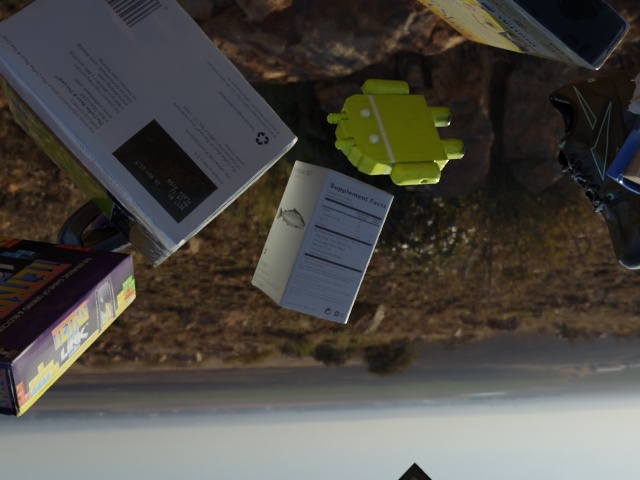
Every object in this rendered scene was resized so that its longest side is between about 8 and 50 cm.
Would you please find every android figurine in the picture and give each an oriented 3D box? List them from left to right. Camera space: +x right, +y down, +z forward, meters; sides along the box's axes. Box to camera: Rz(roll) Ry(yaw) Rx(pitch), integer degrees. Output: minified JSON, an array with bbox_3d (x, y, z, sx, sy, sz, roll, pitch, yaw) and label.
[{"bbox_3d":[0.145,-0.213,1.272,0.273,0.248,0.056,-2,152,-21],"label":"android figurine"}]

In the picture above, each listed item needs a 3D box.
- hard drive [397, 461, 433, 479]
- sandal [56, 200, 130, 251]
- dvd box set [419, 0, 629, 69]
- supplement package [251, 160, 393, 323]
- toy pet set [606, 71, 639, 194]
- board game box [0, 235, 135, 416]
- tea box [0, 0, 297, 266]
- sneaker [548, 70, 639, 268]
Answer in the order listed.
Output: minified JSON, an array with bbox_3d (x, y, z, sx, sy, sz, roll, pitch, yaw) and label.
[{"bbox_3d":[0.199,0.513,1.250,0.094,0.135,0.022,-42,158,-13],"label":"hard drive"},{"bbox_3d":[-0.424,-0.024,1.216,0.446,0.106,0.167,-16,-165,30],"label":"sandal"},{"bbox_3d":[0.155,-0.343,0.800,0.308,0.062,0.420,33,-165,-15],"label":"dvd box set"},{"bbox_3d":[0.000,0.000,0.846,0.105,0.179,0.105,19,-177,-28],"label":"supplement package"},{"bbox_3d":[0.301,-0.086,0.530,0.122,0.114,0.065,28,-170,4],"label":"toy pet set"},{"bbox_3d":[-0.246,0.055,0.500,0.141,0.048,0.170,6,-156,9],"label":"board game box"},{"bbox_3d":[-0.256,-0.161,0.928,0.329,0.220,0.324,48,160,-9],"label":"tea box"},{"bbox_3d":[0.366,-0.090,0.844,0.106,0.267,0.101,-4,162,2],"label":"sneaker"}]
